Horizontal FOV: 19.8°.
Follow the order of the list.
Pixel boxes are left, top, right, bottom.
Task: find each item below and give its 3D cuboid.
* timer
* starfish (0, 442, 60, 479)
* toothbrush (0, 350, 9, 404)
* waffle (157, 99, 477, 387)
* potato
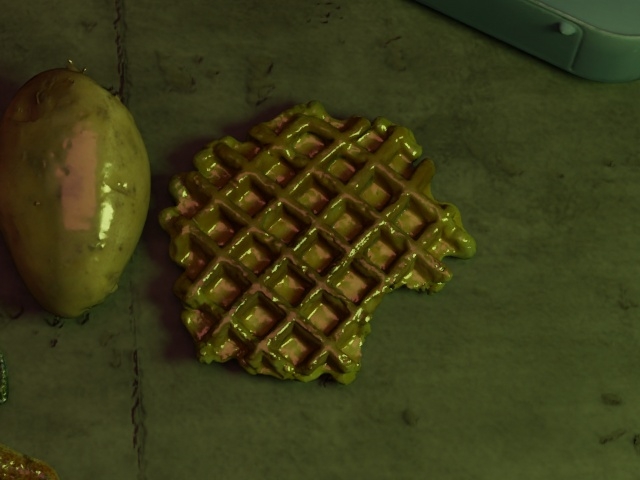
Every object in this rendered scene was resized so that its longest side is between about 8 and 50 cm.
[{"bbox_3d":[0.257,-0.381,1.877,0.395,0.173,0.395,0,71,-1],"label":"timer"},{"bbox_3d":[-0.398,0.221,1.704,0.302,0.060,0.299,24,69,5],"label":"starfish"},{"bbox_3d":[-0.354,-0.016,1.802,0.028,0.037,0.375,-13,69,-10],"label":"toothbrush"},{"bbox_3d":[-0.009,0.004,1.794,0.301,0.058,0.281,-24,74,-11],"label":"waffle"},{"bbox_3d":[-0.237,-0.050,1.775,0.161,0.128,0.234,-24,78,6],"label":"potato"}]
